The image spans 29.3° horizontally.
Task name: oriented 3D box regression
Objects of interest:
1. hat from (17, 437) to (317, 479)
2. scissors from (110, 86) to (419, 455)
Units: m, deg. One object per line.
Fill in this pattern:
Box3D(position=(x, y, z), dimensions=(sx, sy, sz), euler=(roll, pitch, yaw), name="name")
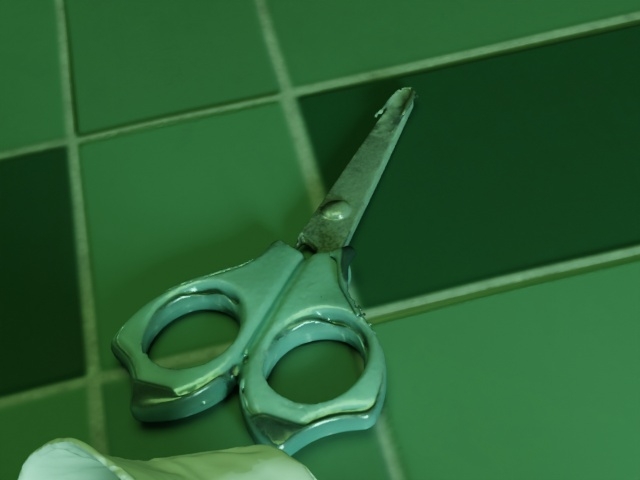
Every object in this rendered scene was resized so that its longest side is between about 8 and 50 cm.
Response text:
Box3D(position=(-0.060, 0.176, 0.625), dimensions=(0.126, 0.203, 0.203), euler=(-15, 42, -34), name="hat")
Box3D(position=(0.000, -0.001, 0.870), dimensions=(0.191, 0.029, 0.360), euler=(13, 50, 22), name="scissors")
